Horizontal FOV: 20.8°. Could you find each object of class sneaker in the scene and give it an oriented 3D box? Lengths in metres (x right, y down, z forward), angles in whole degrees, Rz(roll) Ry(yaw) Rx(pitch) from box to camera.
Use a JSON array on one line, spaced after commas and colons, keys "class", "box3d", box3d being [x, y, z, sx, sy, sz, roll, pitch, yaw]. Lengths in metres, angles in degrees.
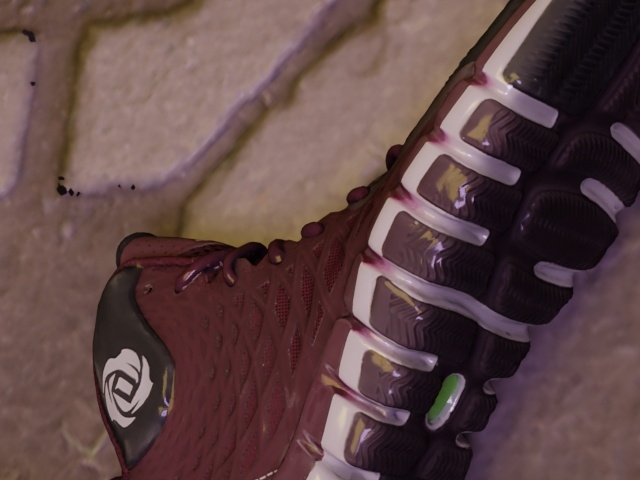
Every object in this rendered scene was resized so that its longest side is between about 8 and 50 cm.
[{"class": "sneaker", "box3d": [0.000, 0.000, 0.624, 0.162, 0.106, 0.281, 29, 90, 37]}]
